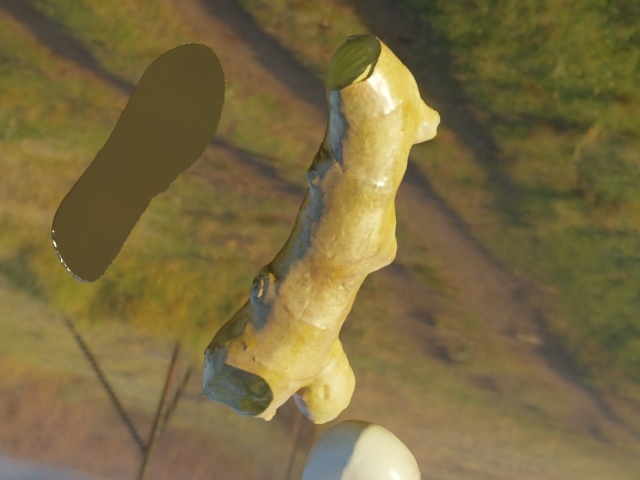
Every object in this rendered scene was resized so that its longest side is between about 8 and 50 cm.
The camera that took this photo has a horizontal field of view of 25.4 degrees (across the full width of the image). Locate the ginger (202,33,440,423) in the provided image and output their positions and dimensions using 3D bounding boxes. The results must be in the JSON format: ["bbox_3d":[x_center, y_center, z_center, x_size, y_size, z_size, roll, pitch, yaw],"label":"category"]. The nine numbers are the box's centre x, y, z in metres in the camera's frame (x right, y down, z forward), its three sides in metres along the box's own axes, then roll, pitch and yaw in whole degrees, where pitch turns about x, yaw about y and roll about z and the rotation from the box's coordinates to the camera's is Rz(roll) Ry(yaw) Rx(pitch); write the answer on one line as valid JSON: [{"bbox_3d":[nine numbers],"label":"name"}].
[{"bbox_3d":[0.001,0.002,0.968,0.118,0.298,0.065,4,-150,-27],"label":"ginger"}]

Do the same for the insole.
[{"bbox_3d":[-0.163,-0.082,1.328,0.007,0.322,0.109,-7,127,33],"label":"insole"}]

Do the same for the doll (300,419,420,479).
[{"bbox_3d":[-0.058,0.323,1.008,0.187,0.376,0.365,52,172,22],"label":"doll"}]
